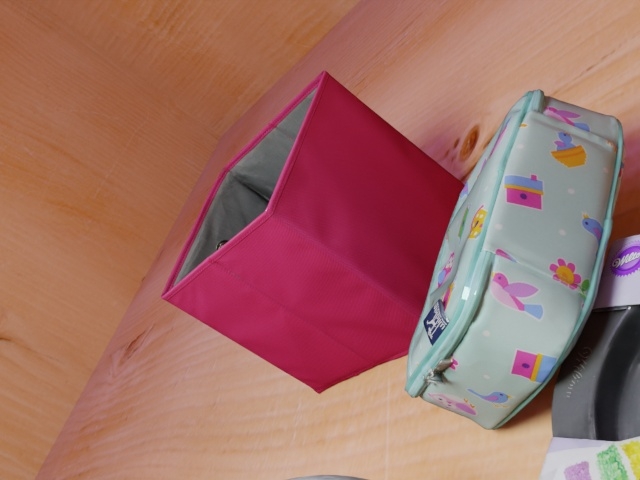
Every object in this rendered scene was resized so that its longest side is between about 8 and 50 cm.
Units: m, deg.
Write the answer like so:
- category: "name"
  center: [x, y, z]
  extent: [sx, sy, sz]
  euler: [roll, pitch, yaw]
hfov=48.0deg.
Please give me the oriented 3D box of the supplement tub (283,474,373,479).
- category: "supplement tub"
  center: [0.009, 0.333, 0.431]
  extent: [0.207, 0.207, 0.338]
  euler: [-47, 21, 20]

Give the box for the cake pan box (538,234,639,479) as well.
- category: "cake pan box"
  center: [0.268, 0.092, 0.440]
  extent: [0.267, 0.070, 0.245]
  euler: [-17, 39, 60]

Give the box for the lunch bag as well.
- category: "lunch bag"
  center: [0.163, 0.022, 0.649]
  extent: [0.224, 0.108, 0.279]
  euler: [109, -174, -59]

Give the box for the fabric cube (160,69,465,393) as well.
- category: "fabric cube"
  center: [0.000, 0.000, 0.922]
  extent: [0.259, 0.258, 0.254]
  euler: [-35, 28, 43]
